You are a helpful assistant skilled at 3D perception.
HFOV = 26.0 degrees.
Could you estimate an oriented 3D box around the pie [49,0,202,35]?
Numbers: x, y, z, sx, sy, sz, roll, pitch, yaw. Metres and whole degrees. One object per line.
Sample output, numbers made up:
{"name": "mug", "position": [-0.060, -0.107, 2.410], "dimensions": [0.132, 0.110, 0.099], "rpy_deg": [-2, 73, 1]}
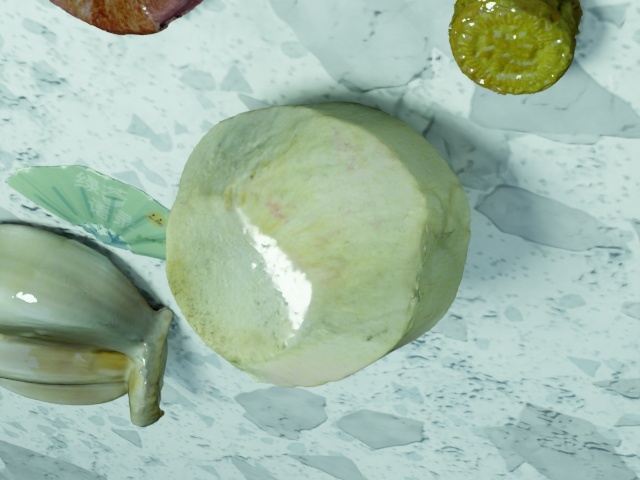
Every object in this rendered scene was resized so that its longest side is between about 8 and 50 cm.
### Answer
{"name": "pie", "position": [-0.170, -0.240, 1.106], "dimensions": [0.182, 0.049, 0.182], "rpy_deg": [12, 141, 10]}

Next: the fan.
{"name": "fan", "position": [-0.225, -0.029, 1.472], "dimensions": [0.240, 0.009, 0.131], "rpy_deg": [22, 144, 0]}

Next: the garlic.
{"name": "garlic", "position": [-0.319, 0.095, 1.595], "dimensions": [0.325, 0.132, 0.279], "rpy_deg": [17, 138, -2]}

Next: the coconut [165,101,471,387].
{"name": "coconut", "position": [0.000, 0.000, 1.189], "dimensions": [0.259, 0.259, 0.259], "rpy_deg": [15, 146, 11]}

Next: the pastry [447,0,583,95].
{"name": "pastry", "position": [0.144, -0.158, 1.035], "dimensions": [0.097, 0.057, 0.109], "rpy_deg": [0, 142, 27]}
